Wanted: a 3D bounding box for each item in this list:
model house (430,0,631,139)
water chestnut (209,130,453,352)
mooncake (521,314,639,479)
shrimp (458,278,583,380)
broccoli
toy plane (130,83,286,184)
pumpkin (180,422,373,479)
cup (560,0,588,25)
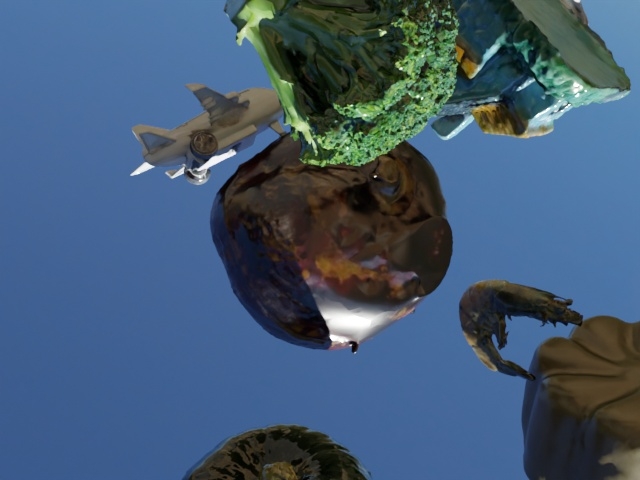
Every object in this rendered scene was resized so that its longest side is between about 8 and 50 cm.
[{"bbox_3d":[0.218,-0.198,1.641,0.226,0.241,0.261,54,-155,14],"label":"model house"},{"bbox_3d":[0.000,0.000,1.849,0.335,0.335,0.347,12,162,-26],"label":"water chestnut"},{"bbox_3d":[0.489,0.264,1.976,0.378,0.201,0.378,3,-153,-2],"label":"mooncake"},{"bbox_3d":[0.298,0.135,1.951,0.217,0.150,0.051,6,-167,43],"label":"shrimp"},{"bbox_3d":[0.027,-0.207,1.326,0.241,0.269,0.261,25,-161,-16],"label":"broccoli"},{"bbox_3d":[-0.149,-0.155,1.881,0.255,0.251,0.101,-21,-109,-23],"label":"toy plane"},{"bbox_3d":[-0.066,0.377,1.757,0.300,0.207,0.300,-6,-144,4],"label":"pumpkin"},{"bbox_3d":[0.378,-0.377,2.311,0.167,0.300,0.173,-30,-167,-23],"label":"cup"}]
